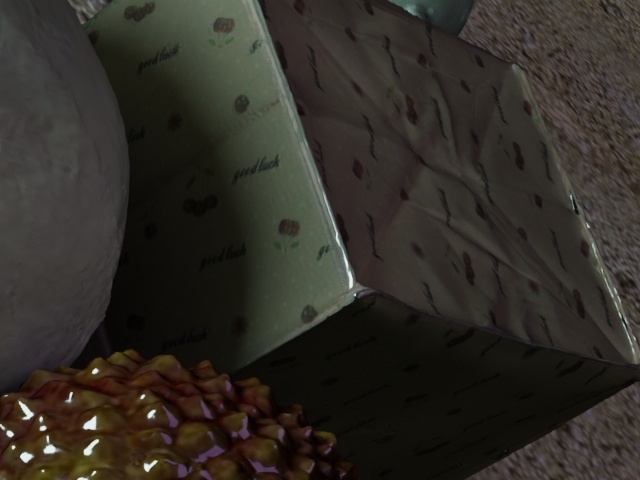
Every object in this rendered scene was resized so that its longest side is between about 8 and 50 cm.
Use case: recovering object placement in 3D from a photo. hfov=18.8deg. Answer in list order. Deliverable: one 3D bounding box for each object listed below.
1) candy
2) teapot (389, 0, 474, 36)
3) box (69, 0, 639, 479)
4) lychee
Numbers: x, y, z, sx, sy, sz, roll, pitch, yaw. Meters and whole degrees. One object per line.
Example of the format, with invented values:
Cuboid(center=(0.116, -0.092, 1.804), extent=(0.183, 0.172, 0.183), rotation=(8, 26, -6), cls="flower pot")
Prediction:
Cuboid(center=(-0.191, -0.058, 0.800), extent=(0.295, 0.185, 0.295), rotation=(39, 26, -23), cls="candy")
Cuboid(center=(0.019, -0.205, 1.379), extent=(0.193, 0.129, 0.294), rotation=(27, 40, -44), cls="teapot")
Cuboid(center=(0.000, 0.000, 1.041), extent=(0.297, 0.190, 0.225), rotation=(15, 48, -52), cls="box")
Cuboid(center=(-0.063, 0.136, 0.775), extent=(0.188, 0.188, 0.188), rotation=(39, 31, -29), cls="lychee")
